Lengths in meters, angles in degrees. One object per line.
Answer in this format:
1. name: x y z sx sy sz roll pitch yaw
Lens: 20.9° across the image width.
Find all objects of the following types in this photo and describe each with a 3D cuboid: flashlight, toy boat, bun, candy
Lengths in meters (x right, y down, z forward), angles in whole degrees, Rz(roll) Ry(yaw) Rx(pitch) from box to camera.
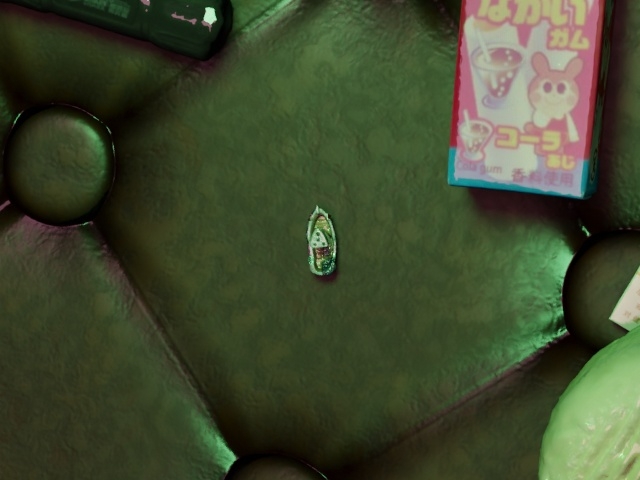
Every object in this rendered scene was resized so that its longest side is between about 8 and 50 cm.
1. flashlight: -0.303 -0.303 2.047 0.424 0.103 0.103 18 99 13
2. toy boat: 0.000 0.000 2.013 0.038 0.038 0.083 -4 94 17
3. bun: 0.422 0.242 1.823 0.360 0.211 0.359 3 97 23
4. candy: 0.234 -0.204 1.896 0.157 0.100 0.305 7 95 16

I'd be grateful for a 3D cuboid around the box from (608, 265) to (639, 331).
1. box: 0.398 0.038 1.906 0.090 0.024 0.167 31 102 11
